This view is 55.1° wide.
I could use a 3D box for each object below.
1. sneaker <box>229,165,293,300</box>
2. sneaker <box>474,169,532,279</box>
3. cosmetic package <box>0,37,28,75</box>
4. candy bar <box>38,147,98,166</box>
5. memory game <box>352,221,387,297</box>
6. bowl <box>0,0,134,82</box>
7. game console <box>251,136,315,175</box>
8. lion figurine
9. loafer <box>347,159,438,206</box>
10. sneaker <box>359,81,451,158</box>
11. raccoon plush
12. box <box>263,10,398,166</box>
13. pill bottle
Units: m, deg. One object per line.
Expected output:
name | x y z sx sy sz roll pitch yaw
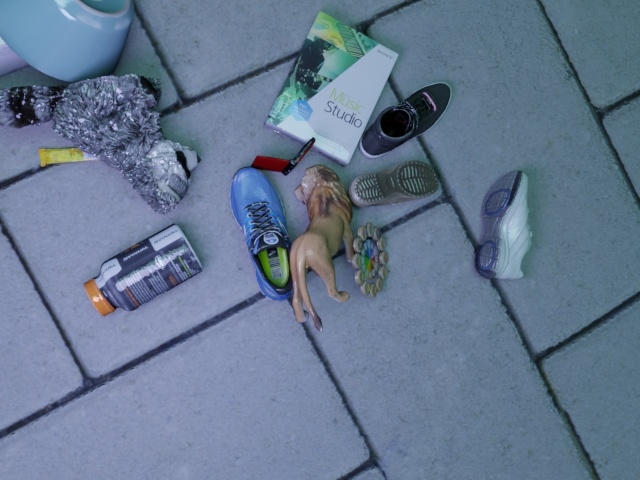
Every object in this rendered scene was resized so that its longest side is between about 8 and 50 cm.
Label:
sneaker | -0.121 -0.020 1.440 0.130 0.147 0.330 -19 90 -12
sneaker | 0.494 -0.036 1.606 0.129 0.111 0.297 15 87 -26
cosmetic package | -0.788 -0.554 1.331 0.217 0.156 0.385 -29 91 -14
candy bar | -0.568 -0.198 1.423 0.161 0.018 0.040 -6 90 -13
memory game | 0.124 0.048 1.489 0.012 0.186 0.186 -3 86 30
bowl | -0.522 -0.511 1.299 0.311 0.163 0.311 29 49 -40
game console | -0.090 -0.207 1.459 0.085 0.144 0.124 39 80 -8
lion figurine | 0.000 0.000 1.392 0.142 0.392 0.240 -8 120 11
loafer | 0.177 -0.139 1.542 0.269 0.092 0.102 -9 88 -28
sneaker | 0.237 -0.316 1.534 0.296 0.147 0.104 -37 92 -13
raccoon plush | -0.498 -0.188 1.361 0.446 0.216 0.299 -8 95 -5
box | 0.030 -0.379 1.540 0.232 0.058 0.322 25 81 -9
pill bottle | -0.402 0.073 1.383 0.246 0.130 0.130 -30 93 -12
